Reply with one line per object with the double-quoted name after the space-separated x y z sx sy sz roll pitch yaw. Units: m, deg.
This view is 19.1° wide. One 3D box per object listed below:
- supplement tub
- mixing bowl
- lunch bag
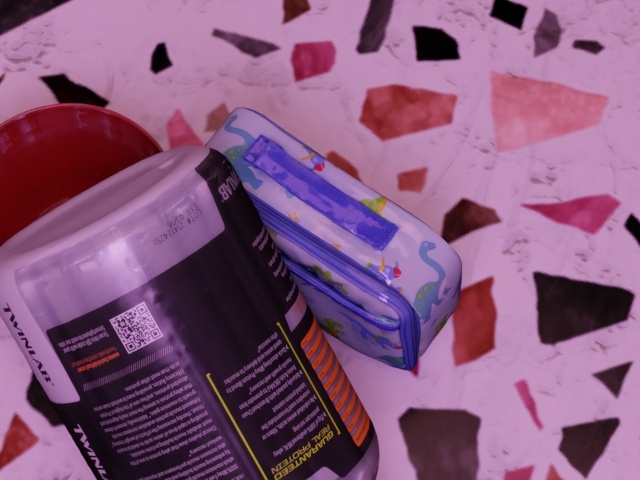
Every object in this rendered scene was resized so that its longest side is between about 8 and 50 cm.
-0.084 0.107 1.353 0.194 0.193 0.316 -30 102 -9 "supplement tub"
-0.196 -0.006 1.503 0.181 0.098 0.181 0 69 1 "mixing bowl"
0.000 0.000 1.453 0.219 0.176 0.090 34 74 13 "lunch bag"
